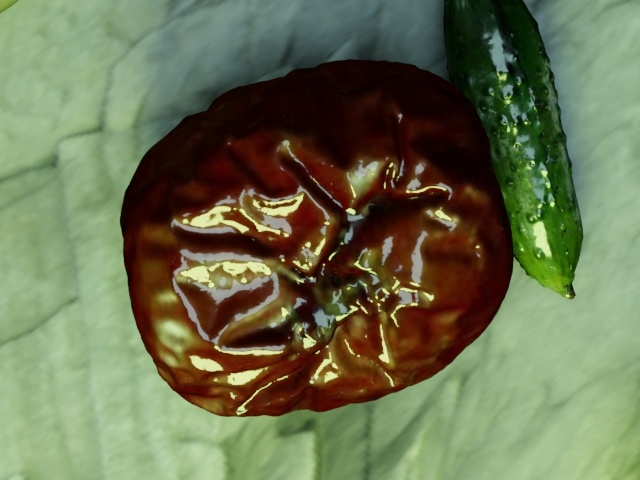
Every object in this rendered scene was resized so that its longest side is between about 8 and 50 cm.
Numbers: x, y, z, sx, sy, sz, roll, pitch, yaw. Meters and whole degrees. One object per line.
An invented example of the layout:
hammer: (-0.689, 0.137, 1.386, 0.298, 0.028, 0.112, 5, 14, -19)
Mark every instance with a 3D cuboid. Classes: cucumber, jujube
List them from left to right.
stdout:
jujube: (0.000, 0.000, 0.932, 0.232, 0.213, 0.213, -15, 101, 4)
cucumber: (0.130, -0.065, 0.991, 0.069, 0.069, 0.227, -17, 103, 0)

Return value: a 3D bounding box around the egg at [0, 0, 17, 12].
egg: (-0.218, -0.226, 0.893, 0.164, 0.164, 0.201, 6, 113, -5)
